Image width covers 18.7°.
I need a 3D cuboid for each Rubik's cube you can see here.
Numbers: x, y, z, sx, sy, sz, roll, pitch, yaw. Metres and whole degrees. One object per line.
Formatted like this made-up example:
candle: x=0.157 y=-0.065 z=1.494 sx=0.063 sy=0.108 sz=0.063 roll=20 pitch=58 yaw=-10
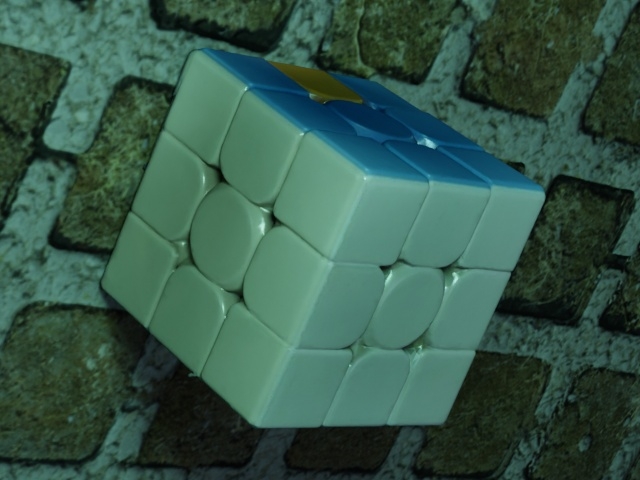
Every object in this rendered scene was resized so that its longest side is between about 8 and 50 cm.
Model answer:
Rubik's cube: x=0.000 y=0.000 z=2.007 sx=0.290 sy=0.291 sz=0.291 roll=4 pitch=115 yaw=-47
